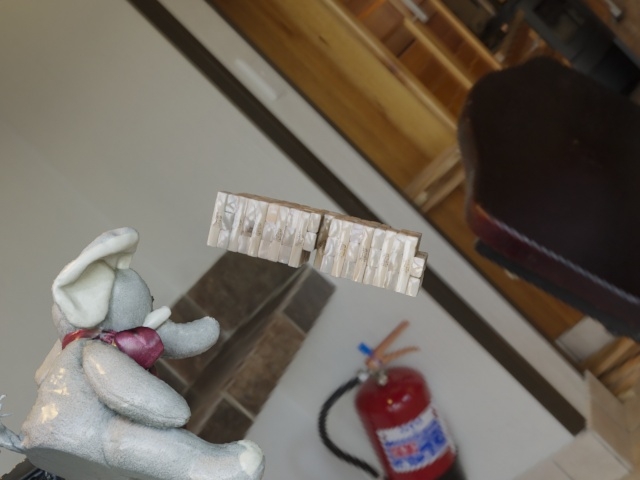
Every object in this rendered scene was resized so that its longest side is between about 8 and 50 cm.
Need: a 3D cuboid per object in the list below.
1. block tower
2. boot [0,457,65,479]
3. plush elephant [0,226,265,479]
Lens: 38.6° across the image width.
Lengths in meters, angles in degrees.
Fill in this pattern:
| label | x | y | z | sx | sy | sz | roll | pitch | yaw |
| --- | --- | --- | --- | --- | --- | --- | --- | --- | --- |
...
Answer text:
| label | x | y | z | sx | sy | sz | roll | pitch | yaw |
| --- | --- | --- | --- | --- | --- | --- | --- | --- | --- |
| block tower | 0.000 | 0.000 | 1.432 | 0.097 | 0.335 | 0.091 | -25 | -52 | -79 |
| boot | -0.470 | 0.518 | 1.545 | 0.348 | 0.260 | 0.131 | -40 | -20 | -20 |
| plush elephant | -0.226 | 0.146 | 1.041 | 0.272 | 0.330 | 0.255 | -48 | 23 | 55 |
